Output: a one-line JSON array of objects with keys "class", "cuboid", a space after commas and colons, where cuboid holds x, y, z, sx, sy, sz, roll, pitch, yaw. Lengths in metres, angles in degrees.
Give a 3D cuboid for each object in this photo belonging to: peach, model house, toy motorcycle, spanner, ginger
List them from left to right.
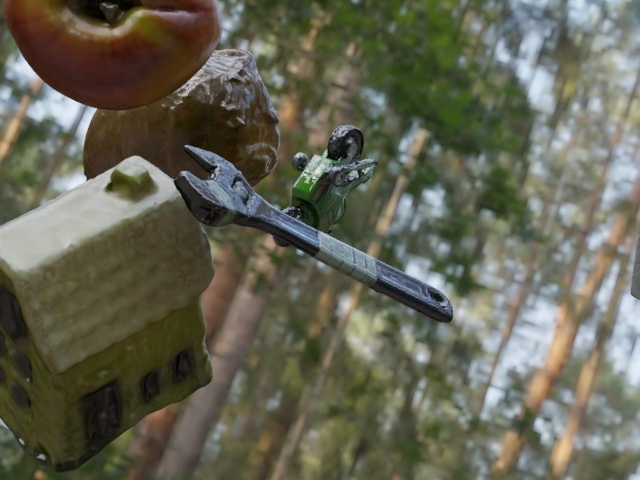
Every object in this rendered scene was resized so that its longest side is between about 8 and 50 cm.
[{"class": "model house", "cuboid": [-0.213, 0.044, 1.456, 0.174, 0.193, 0.234, 35, -39, 37]}, {"class": "peach", "cuboid": [-0.248, -0.275, 1.972, 0.280, 0.238, 0.281, 10, 3, -1]}, {"class": "ginger", "cuboid": [-0.189, -0.145, 2.278, 0.269, 0.200, 0.223, -11, -14, -17]}, {"class": "spanner", "cuboid": [0.000, 0.000, 1.461, 0.315, 0.087, 0.024, 26, -60, -31]}, {"class": "toy motorcycle", "cuboid": [0.005, -0.056, 2.099, 0.074, 0.190, 0.106, 21, -24, 34]}]

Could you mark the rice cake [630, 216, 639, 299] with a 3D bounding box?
[{"class": "rice cake", "cuboid": [0.409, -0.063, 1.906, 0.050, 0.298, 0.106, 5, 6, -11]}]
